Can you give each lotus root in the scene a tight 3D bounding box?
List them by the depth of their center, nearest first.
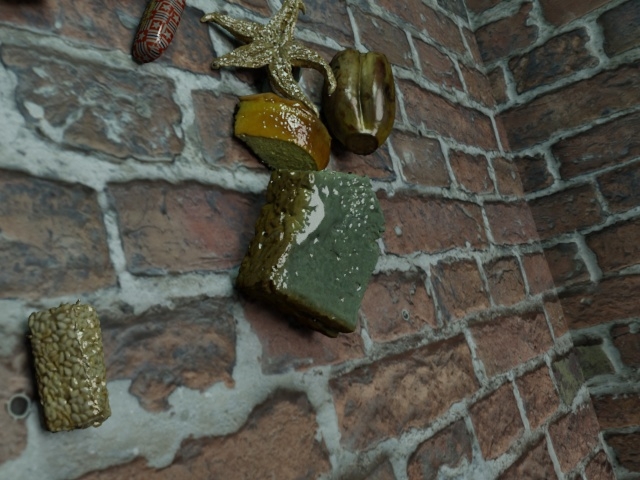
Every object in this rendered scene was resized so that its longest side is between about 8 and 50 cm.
[{"bbox_3d":[0.094,-0.353,1.521,0.193,0.193,0.290,23,59,-45],"label":"lotus root"}]

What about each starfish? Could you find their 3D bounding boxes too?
[{"bbox_3d":[-0.112,-0.407,1.318,0.303,0.060,0.299,1,75,-24],"label":"starfish"}]

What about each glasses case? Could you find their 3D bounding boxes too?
[{"bbox_3d":[-0.298,-0.411,1.115,0.049,0.073,0.194,42,43,-41],"label":"glasses case"}]

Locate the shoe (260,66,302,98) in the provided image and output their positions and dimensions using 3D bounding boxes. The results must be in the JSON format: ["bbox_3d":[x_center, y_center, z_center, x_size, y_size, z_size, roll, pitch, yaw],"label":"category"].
[{"bbox_3d":[-0.072,-0.389,1.401,0.079,0.078,0.195,50,44,-24],"label":"shoe"}]

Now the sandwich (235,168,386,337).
[{"bbox_3d":[-0.001,0.000,1.188,0.262,0.131,0.325,35,64,-39],"label":"sandwich"}]

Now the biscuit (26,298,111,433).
[{"bbox_3d":[-0.326,0.165,0.789,0.070,0.082,0.168,29,46,-75],"label":"biscuit"}]

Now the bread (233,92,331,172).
[{"bbox_3d":[-0.057,-0.215,1.284,0.260,0.134,0.129,39,46,-36],"label":"bread"}]
